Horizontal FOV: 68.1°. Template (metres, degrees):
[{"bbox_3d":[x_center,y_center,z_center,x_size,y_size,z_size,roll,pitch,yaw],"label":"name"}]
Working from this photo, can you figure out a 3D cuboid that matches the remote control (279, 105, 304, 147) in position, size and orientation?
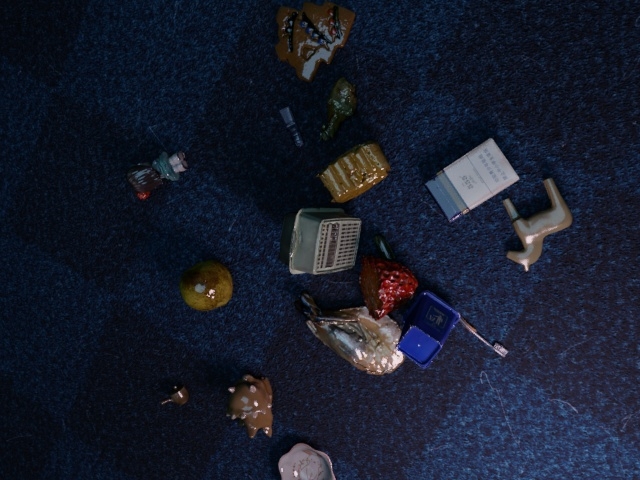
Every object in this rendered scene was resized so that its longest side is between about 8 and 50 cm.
[{"bbox_3d":[-0.101,-0.407,1.708,0.043,0.027,0.152,-23,88,21],"label":"remote control"}]

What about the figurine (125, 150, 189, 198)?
[{"bbox_3d":[-0.630,-0.256,1.832,0.245,0.110,0.138,-20,109,10],"label":"figurine"}]

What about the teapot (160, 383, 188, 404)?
[{"bbox_3d":[-0.597,0.638,1.931,0.085,0.110,0.080,-4,115,58],"label":"teapot"}]

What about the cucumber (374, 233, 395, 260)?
[{"bbox_3d":[0.221,0.022,1.661,0.048,0.048,0.105,-27,86,16],"label":"cucumber"}]

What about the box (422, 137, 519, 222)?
[{"bbox_3d":[0.487,-0.194,1.549,0.259,0.071,0.168,-33,87,17],"label":"box"}]

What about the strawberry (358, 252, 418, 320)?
[{"bbox_3d":[0.234,0.149,1.624,0.178,0.234,0.234,-7,95,-14],"label":"strawberry"}]

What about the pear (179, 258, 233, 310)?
[{"bbox_3d":[-0.425,0.175,1.779,0.197,0.197,0.197,2,97,15],"label":"pear"}]

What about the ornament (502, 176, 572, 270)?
[{"bbox_3d":[0.684,-0.044,1.518,0.230,0.061,0.245,-26,86,18],"label":"ornament"}]

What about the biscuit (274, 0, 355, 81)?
[{"bbox_3d":[-0.022,-0.721,1.640,0.301,0.043,0.278,-25,90,16],"label":"biscuit"}]

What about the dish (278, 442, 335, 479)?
[{"bbox_3d":[-0.044,0.876,1.816,0.229,0.081,0.229,1,93,15],"label":"dish"}]

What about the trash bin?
[{"bbox_3d":[0.340,0.298,1.555,0.162,0.234,0.184,33,119,9],"label":"trash bin"}]

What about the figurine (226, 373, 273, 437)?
[{"bbox_3d":[-0.269,0.637,1.799,0.177,0.173,0.247,13,99,13],"label":"figurine"}]

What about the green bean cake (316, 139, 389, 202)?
[{"bbox_3d":[0.118,-0.224,1.568,0.224,0.229,0.131,-31,89,13],"label":"green bean cake"}]

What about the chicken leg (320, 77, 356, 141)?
[{"bbox_3d":[0.063,-0.441,1.629,0.103,0.088,0.228,18,98,-1],"label":"chicken leg"}]

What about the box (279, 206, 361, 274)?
[{"bbox_3d":[0.000,0.000,1.595,0.166,0.290,0.221,14,100,34],"label":"box"}]

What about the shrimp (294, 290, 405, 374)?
[{"bbox_3d":[0.104,0.315,1.702,0.445,0.110,0.221,29,97,7],"label":"shrimp"}]

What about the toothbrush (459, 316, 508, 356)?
[{"bbox_3d":[0.504,0.289,1.626,0.321,0.023,0.031,37,97,7],"label":"toothbrush"}]
